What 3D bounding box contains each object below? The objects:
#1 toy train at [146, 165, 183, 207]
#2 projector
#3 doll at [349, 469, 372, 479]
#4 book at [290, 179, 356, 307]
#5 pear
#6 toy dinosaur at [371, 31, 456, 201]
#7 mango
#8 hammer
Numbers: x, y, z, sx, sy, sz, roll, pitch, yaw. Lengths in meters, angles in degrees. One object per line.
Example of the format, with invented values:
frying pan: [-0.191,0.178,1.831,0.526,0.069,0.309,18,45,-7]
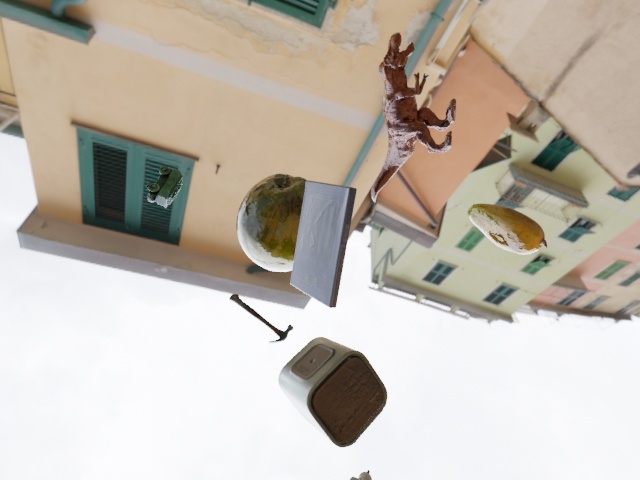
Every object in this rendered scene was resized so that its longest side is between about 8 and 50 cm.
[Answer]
toy train: [-0.567,-0.199,1.509,0.099,0.070,0.172,20,-129,-7]
projector: [0.038,0.495,1.388,0.248,0.249,0.249,-40,-74,-22]
doll: [0.075,0.472,0.781,0.040,0.058,0.085,14,173,25]
book: [0.000,0.000,0.965,0.025,0.270,0.190,5,-171,-33]
pear: [-0.160,-0.062,1.584,0.351,0.414,0.352,9,-143,-7]
toy dinosaur: [0.221,-0.260,0.995,0.208,0.433,0.097,14,-147,24]
mango: [0.398,-0.028,0.890,0.066,0.101,0.187,-42,-125,-16]
hammer: [-0.252,0.312,1.681,0.287,0.033,0.111,37,-117,7]
